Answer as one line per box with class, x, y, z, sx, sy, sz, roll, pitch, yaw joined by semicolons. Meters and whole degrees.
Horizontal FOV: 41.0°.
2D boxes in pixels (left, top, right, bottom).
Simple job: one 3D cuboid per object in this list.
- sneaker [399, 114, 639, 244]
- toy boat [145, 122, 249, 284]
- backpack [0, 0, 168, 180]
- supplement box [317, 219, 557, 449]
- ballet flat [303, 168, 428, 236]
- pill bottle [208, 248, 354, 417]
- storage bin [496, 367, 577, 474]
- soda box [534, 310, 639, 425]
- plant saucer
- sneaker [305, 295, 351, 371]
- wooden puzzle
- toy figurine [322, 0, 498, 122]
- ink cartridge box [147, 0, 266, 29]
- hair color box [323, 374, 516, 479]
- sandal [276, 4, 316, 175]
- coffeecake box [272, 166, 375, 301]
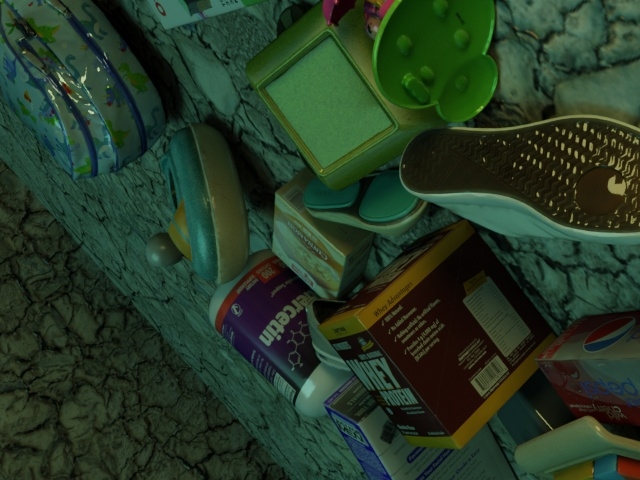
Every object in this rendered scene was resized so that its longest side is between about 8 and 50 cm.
sneaker;0.221;-0.051;0.795;0.290;0.106;0.123;15;174;43
toy boat;-0.217;-0.031;1.445;0.318;0.148;0.268;121;136;-65
backpack;-0.417;-0.276;1.444;0.355;0.273;0.290;38;151;-3
supplement box;0.141;0.115;1.038;0.194;0.191;0.129;52;157;-4
ballet flat;0.073;-0.045;1.087;0.248;0.086;0.086;15;139;57
pill bottle;-0.028;0.173;1.461;0.323;0.181;0.182;40;156;21
storage bin;0.280;0.232;1.107;0.091;0.098;0.135;51;160;25
soda box;0.334;0.124;0.835;0.092;0.083;0.263;53;158;-6
plant saucer;0.015;-0.155;0.945;0.188;0.045;0.188;-29;101;42
sneaker;0.085;0.139;1.230;0.281;0.105;0.115;0;131;38
wooden puzzle;0.360;0.270;0.951;0.238;0.044;0.221;20;156;-2
toy figurine;0.074;-0.206;0.813;0.173;0.130;0.159;38;-173;-47
ink cartridge box;-0.121;-0.348;0.898;0.278;0.117;0.201;10;135;57
hair color box;0.167;0.329;1.336;0.110;0.185;0.339;15;139;56
sandal;0.003;-0.176;1.028;0.090;0.060;0.220;10;121;48
coffeecake box;0.000;0.000;1.286;0.142;0.068;0.185;42;157;16
